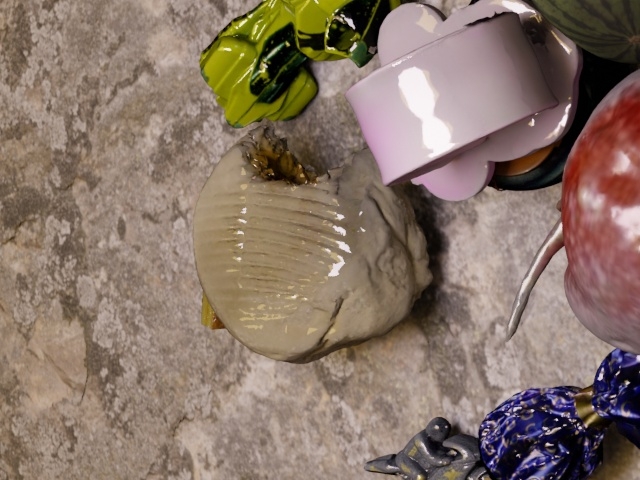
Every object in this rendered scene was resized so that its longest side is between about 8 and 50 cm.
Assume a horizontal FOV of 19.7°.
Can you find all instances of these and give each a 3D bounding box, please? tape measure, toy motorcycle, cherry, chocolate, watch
[{"bbox_3d":[0.221,-0.162,1.958,0.202,0.135,0.223,40,122,23],"label":"tape measure"},{"bbox_3d":[-0.007,-0.254,2.167,0.342,0.142,0.206,-39,29,40],"label":"toy motorcycle"},{"bbox_3d":[0.373,-0.019,1.711,0.326,0.335,0.291,169,113,-77],"label":"cherry"},{"bbox_3d":[0.133,0.266,2.127,0.193,0.061,0.124,-11,92,38],"label":"toy motorcycle"},{"bbox_3d":[0.298,0.167,1.871,0.126,0.148,0.343,42,143,-8],"label":"chocolate"},{"bbox_3d":[0.115,-0.144,1.816,0.248,0.217,0.211,-24,88,39],"label":"watch"}]

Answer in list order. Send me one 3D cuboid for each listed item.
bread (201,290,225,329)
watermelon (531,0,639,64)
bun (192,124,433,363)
[{"bbox_3d":[-0.106,0.063,2.323,0.035,0.090,0.094,18,107,47],"label":"bread"},{"bbox_3d":[0.311,-0.343,1.746,0.279,0.279,0.359,-12,64,44],"label":"watermelon"},{"bbox_3d":[-0.001,0.015,2.143,0.281,0.205,0.282,-9,75,36],"label":"bun"}]
